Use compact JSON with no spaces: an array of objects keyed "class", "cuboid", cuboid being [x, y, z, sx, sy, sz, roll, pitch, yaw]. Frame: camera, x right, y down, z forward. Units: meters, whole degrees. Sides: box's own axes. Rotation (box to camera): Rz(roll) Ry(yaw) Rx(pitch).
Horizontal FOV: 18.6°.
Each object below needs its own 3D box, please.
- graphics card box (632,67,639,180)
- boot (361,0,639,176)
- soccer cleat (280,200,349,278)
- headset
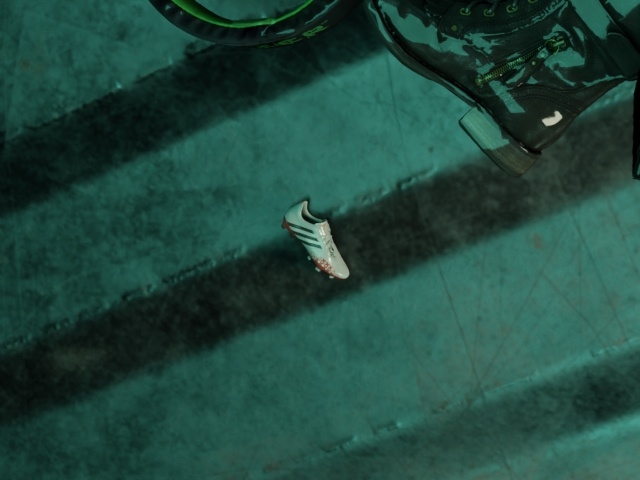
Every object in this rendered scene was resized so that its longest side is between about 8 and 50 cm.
[{"class":"graphics card box","cuboid":[0.426,-0.074,1.494,0.371,0.233,0.094,15,113,5]},{"class":"boot","cuboid":[0.181,-0.205,1.652,0.229,0.091,0.263,-41,96,20]},{"class":"soccer cleat","cuboid":[0.000,0.000,1.804,0.083,0.029,0.035,48,120,4]},{"class":"headset","cuboid":[-0.067,-0.359,1.616,0.243,0.185,0.394,-3,89,21]}]
